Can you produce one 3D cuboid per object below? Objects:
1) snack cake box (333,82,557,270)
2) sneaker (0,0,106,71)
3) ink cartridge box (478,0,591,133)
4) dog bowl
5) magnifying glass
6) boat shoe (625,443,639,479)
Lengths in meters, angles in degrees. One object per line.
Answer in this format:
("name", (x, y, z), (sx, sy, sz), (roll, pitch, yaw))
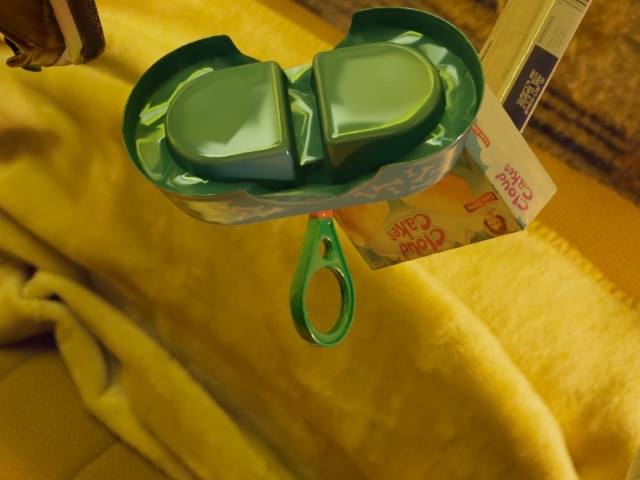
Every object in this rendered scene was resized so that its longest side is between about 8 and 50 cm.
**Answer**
("snack cake box", (0.124, -0.066, 1.184), (0.264, 0.089, 0.152), (-19, 112, 52))
("sneaker", (-0.230, -0.197, 0.735), (0.234, 0.097, 0.084), (80, 174, -60))
("ink cartridge box", (0.328, -0.306, 1.664), (0.071, 0.324, 0.330), (29, 175, -6))
("dog bowl", (-0.012, -0.099, 0.838), (0.074, 0.297, 0.165), (78, -176, -59))
("magnifying glass", (0.000, 0.000, 1.078), (0.026, 0.092, 0.230), (0, 91, 40))
("boat shoe", (0.326, 0.110, 0.705), (0.109, 0.091, 0.305), (39, 118, 22))
